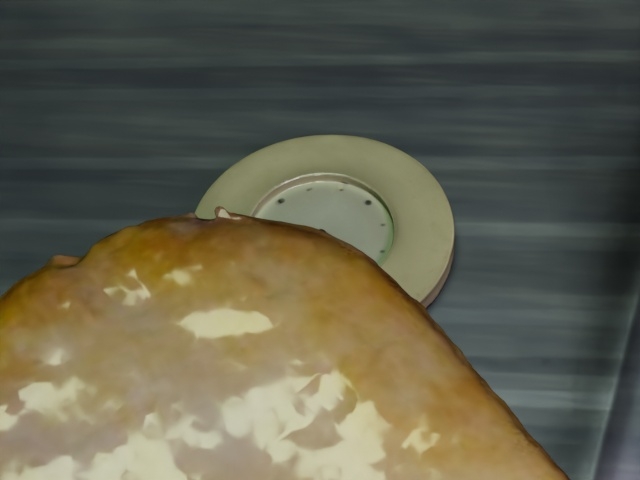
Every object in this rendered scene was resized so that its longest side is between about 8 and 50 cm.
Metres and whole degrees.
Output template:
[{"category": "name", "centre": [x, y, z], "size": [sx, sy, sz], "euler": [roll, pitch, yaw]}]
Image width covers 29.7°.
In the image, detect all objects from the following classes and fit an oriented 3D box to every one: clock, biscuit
[{"category": "clock", "centre": [0.000, 0.000, 1.060], "size": [0.235, 0.029, 0.235], "euler": [-3, 52, 4]}, {"category": "biscuit", "centre": [-0.083, 0.172, 0.869], "size": [0.429, 0.104, 0.446], "euler": [-29, 60, -18]}]
